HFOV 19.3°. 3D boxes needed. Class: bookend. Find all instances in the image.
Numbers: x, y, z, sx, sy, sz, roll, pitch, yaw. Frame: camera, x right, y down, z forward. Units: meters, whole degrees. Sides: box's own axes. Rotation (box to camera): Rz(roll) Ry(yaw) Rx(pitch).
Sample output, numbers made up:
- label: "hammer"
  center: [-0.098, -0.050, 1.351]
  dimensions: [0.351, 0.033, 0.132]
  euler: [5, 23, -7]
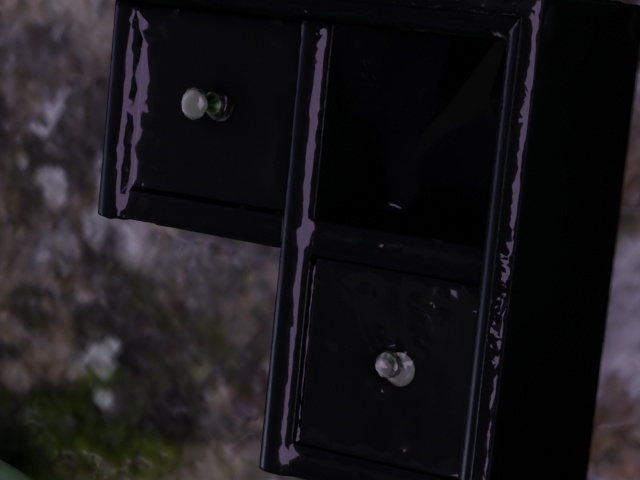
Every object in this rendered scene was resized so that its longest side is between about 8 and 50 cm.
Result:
- label: "bookend"
  center: [0.000, 0.000, 0.544]
  dimensions: [0.157, 0.072, 0.156]
  euler: [11, 100, 30]

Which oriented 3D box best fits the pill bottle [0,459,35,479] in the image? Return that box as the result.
- label: "pill bottle"
  center: [-0.207, 0.245, 0.603]
  dimensions: [0.210, 0.210, 0.363]
  euler: [45, 113, 20]
